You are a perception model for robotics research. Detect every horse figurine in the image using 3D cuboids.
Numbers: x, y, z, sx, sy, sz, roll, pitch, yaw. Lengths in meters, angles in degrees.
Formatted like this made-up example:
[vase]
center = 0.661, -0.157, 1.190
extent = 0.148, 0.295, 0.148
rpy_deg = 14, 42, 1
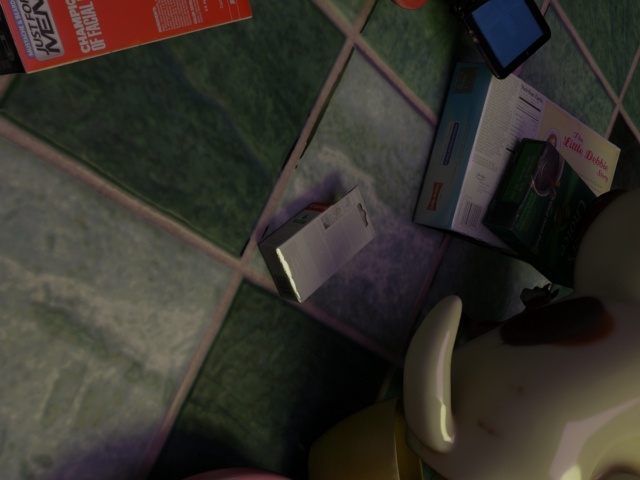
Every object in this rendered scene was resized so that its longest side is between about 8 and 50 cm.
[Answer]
[horse figurine]
center = 0.200, 0.180, 0.864
extent = 0.174, 0.066, 0.264
rpy_deg = 2, 96, -37

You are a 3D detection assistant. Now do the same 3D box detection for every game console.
[game console]
center = 0.207, -0.261, 0.734
extent = 0.144, 0.085, 0.124
rpy_deg = -42, 161, -39

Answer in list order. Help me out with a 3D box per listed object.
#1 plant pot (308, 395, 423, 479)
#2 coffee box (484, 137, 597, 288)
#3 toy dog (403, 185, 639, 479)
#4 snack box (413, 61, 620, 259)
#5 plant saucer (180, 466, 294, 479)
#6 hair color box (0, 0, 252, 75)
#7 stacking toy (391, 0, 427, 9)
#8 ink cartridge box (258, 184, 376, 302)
[plant pot]
center = 0.043, 0.228, 0.694
extent = 0.134, 0.095, 0.134
rpy_deg = -11, 90, -76
[coffee box]
center = 0.269, -0.027, 0.818
extent = 0.184, 0.040, 0.113
rpy_deg = 34, 79, -41
[toy dog]
center = 0.287, 0.121, 0.717
extent = 0.395, 0.284, 0.408
rpy_deg = 45, 77, -11
[snack box]
center = 0.256, -0.072, 0.866
extent = 0.321, 0.060, 0.187
rpy_deg = 17, 89, -42
[plant saucer]
center = -0.118, 0.348, 0.595
extent = 0.332, 0.084, 0.332
rpy_deg = -9, 103, -41
[hair color box]
center = -0.141, -0.153, 0.471
extent = 0.167, 0.093, 0.054
rpy_deg = -29, 116, -35
[stacking toy]
center = 0.113, -0.373, 0.626
extent = 0.309, 0.130, 0.279
rpy_deg = -60, 164, 20
[ink cartridge box]
center = 0.000, 0.000, 0.672
extent = 0.115, 0.029, 0.063
rpy_deg = -40, 122, -31
